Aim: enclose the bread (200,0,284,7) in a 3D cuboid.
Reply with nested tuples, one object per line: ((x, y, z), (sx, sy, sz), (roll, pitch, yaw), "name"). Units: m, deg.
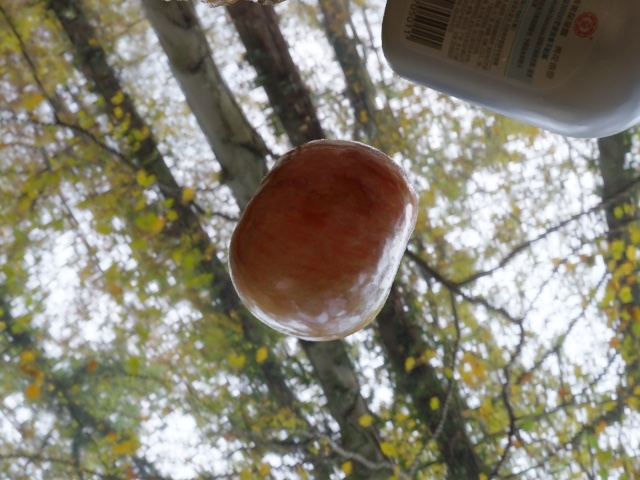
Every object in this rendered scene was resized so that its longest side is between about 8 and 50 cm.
((-0.084, -0.322, 0.548), (0.398, 0.398, 0.215), (-16, -164, 11), "bread")

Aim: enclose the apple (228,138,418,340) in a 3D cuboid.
((0.000, 0.000, 1.052), (0.164, 0.209, 0.209), (22, -132, 0), "apple")

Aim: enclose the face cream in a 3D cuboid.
((0.200, -0.165, 0.819), (0.336, 0.080, 0.163), (27, -80, 38), "face cream")
